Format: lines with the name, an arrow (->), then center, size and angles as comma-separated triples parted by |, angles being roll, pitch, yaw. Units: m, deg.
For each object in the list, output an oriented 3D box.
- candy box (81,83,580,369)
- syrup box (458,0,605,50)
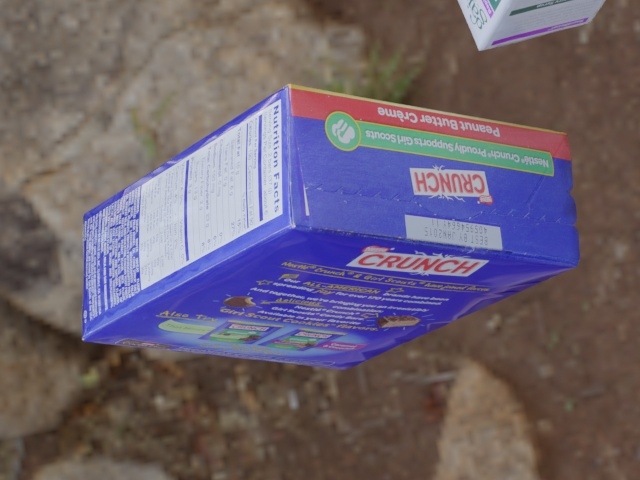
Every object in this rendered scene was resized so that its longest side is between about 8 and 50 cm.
candy box -> 0.000, 0.000, 1.523 | 0.317, 0.268, 0.122 | -26, 62, 51
syrup box -> 0.159, -0.226, 1.303 | 0.237, 0.096, 0.093 | 120, 132, -66
